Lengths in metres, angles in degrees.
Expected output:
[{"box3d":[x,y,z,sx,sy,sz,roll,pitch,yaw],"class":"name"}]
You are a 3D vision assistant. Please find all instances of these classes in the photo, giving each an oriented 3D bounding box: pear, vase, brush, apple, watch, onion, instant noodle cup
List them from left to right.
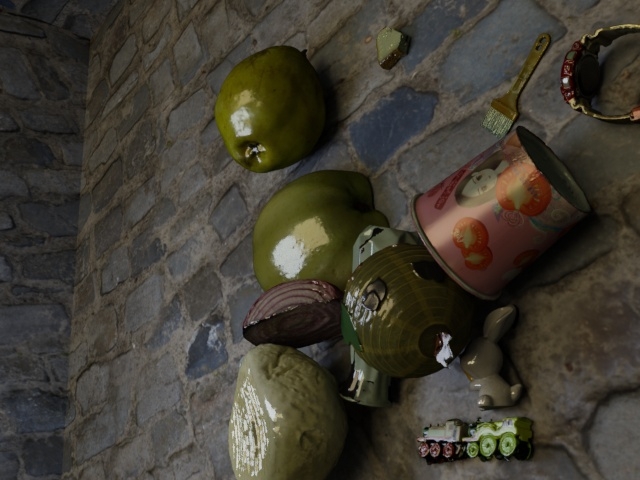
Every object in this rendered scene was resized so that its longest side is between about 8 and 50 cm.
[{"box3d":[-0.117,-0.359,2.013,0.287,0.287,0.375,-7,51,52],"class":"pear"},{"box3d":[-0.046,0.157,1.730,0.250,0.247,0.111,-18,63,10],"class":"onion"},{"box3d":[0.000,0.000,1.874,0.360,0.320,0.312,-46,1,36],"class":"apple"},{"box3d":[0.126,0.154,1.604,0.165,0.165,0.360,11,92,54],"class":"vase"},{"box3d":[0.322,-0.054,1.362,0.231,0.243,0.243,-41,48,27],"class":"instant noodle cup"},{"box3d":[0.391,-0.308,1.529,0.218,0.010,0.082,-62,38,17],"class":"brush"},{"box3d":[0.530,-0.271,1.280,0.268,0.102,0.165,24,104,45],"class":"watch"}]

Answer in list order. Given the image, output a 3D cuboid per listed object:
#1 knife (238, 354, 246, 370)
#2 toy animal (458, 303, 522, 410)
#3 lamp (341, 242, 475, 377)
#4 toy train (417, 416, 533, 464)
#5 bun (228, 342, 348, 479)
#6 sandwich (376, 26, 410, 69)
[{"box3d":[-0.124,0.416,1.940,0.080,0.044,0.331,-50,49,21],"class":"knife"},{"box3d":[0.311,0.213,1.406,0.127,0.131,0.182,-13,72,16],"class":"toy animal"},{"box3d":[0.165,0.140,1.390,0.250,0.250,0.284,-64,26,14],"class":"lamp"},{"box3d":[0.275,0.366,1.413,0.249,0.053,0.085,-22,53,48],"class":"toy train"},{"box3d":[-0.061,0.399,1.685,0.352,0.227,0.349,127,141,-54],"class":"bun"},{"box3d":[0.173,-0.475,1.857,0.093,0.035,0.105,-37,49,41],"class":"sandwich"}]
